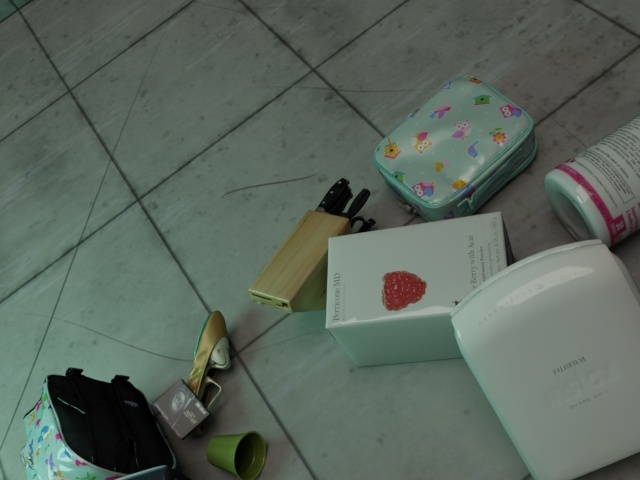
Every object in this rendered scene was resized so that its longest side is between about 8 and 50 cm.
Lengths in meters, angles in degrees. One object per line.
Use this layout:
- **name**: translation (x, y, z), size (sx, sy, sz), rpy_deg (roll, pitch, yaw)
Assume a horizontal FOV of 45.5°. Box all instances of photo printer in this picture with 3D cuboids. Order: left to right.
- **photo printer**: translation (0.346, 0.164, 1.069), size (0.256, 0.307, 0.107), rpy_deg (-28, 10, 13)

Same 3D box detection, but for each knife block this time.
- **knife block**: translation (0.000, 0.000, 1.364), size (0.088, 0.276, 0.242), rpy_deg (13, 94, 29)

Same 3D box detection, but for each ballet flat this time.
- **ballet flat**: translation (-0.202, 0.244, 1.394), size (0.073, 0.080, 0.232), rpy_deg (13, 74, 19)

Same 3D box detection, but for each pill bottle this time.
- **pill bottle**: translation (0.532, -0.118, 1.263), size (0.283, 0.160, 0.160), rpy_deg (-33, 53, 0)

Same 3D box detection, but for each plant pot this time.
- **plant pot**: translation (-0.149, 0.360, 1.295), size (0.079, 0.083, 0.083), rpy_deg (-1, 58, 36)

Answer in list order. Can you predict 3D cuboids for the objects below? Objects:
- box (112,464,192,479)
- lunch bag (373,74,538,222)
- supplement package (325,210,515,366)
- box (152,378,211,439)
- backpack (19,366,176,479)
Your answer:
- **box**: translation (-0.220, 0.563, 1.054), size (0.212, 0.293, 0.395), rpy_deg (-20, 54, 9)
- **lunch bag**: translation (0.254, -0.160, 1.437), size (0.279, 0.108, 0.224), rpy_deg (-41, 57, -5)
- **supplement package**: translation (0.173, 0.088, 1.269), size (0.293, 0.175, 0.177), rpy_deg (-9, 57, 17)
- **box**: translation (-0.242, 0.294, 1.332), size (0.067, 0.018, 0.083), rpy_deg (-41, 75, -8)
- **backpack**: translation (-0.370, 0.356, 1.272), size (0.253, 0.225, 0.191), rpy_deg (35, 100, 49)
